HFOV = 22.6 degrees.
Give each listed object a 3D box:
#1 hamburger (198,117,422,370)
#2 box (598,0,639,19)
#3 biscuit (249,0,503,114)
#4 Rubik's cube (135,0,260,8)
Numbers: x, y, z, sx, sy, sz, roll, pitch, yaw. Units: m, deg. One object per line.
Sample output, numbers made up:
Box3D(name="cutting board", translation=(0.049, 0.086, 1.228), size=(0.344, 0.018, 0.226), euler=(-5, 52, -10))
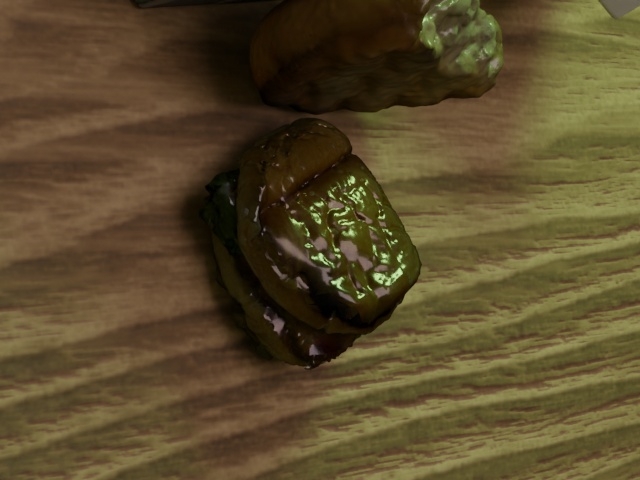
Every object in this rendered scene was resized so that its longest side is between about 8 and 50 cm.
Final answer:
Box3D(name="hamburger", translation=(0.000, 0.000, 1.407), size=(0.183, 0.130, 0.206), euler=(-35, 105, -44))
Box3D(name="box", translation=(0.265, -0.409, 1.662), size=(0.210, 0.095, 0.330), euler=(42, 31, -32))
Box3D(name="biscuit", translation=(0.044, -0.174, 1.405), size=(0.274, 0.213, 0.091), euler=(14, 68, -76))
Box3D(name="Rubik's cube", translation=(-0.028, -0.327, 1.359), size=(0.221, 0.225, 0.231), euler=(-13, 93, -43))
